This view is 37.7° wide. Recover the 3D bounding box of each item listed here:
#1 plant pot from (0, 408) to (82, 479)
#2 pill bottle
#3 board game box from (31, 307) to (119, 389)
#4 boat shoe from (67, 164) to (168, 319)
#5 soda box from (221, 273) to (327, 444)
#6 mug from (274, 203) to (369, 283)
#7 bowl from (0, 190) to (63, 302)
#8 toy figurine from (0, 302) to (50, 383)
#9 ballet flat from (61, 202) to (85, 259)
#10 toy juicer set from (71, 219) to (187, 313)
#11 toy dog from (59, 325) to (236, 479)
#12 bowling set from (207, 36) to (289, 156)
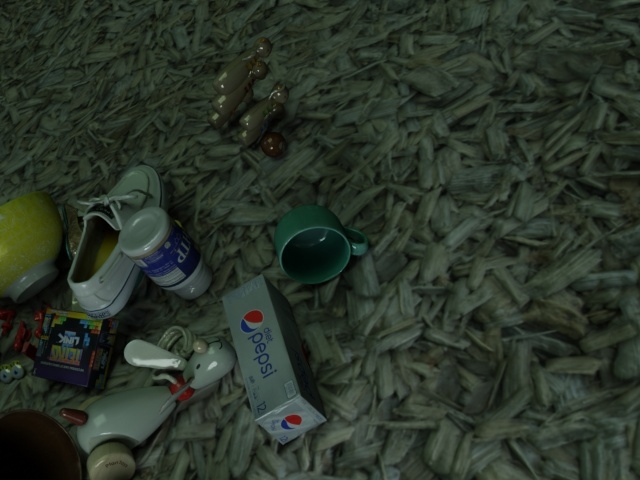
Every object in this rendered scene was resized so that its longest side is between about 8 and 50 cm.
[{"bbox_3d":[-0.583,0.435,1.668,0.230,0.215,0.215,-25,43,33],"label":"plant pot"},{"bbox_3d":[-0.292,0.031,1.806,0.112,0.186,0.112,-18,47,20],"label":"pill bottle"},{"bbox_3d":[-0.487,0.212,1.852,0.170,0.048,0.141,3,76,35],"label":"board game box"},{"bbox_3d":[-0.415,-0.037,1.846,0.136,0.156,0.367,0,52,21],"label":"boat shoe"},{"bbox_3d":[-0.082,0.197,1.595,0.091,0.098,0.286,-31,43,9],"label":"soda box"},{"bbox_3d":[-0.008,0.005,1.701,0.129,0.158,0.097,-50,33,21],"label":"mug"},{"bbox_3d":[-0.663,0.042,2.040,0.289,0.289,0.156,-40,86,-2],"label":"bowl"},{"bbox_3d":[-0.784,0.181,1.981,0.362,0.217,0.191,-11,49,25],"label":"toy figurine"},{"bbox_3d":[-0.541,-0.022,2.107,0.067,0.073,0.206,-15,39,-11],"label":"ballet flat"},{"bbox_3d":[-0.437,0.042,1.963,0.329,0.089,0.209,-40,44,-2],"label":"toy juicer set"},{"bbox_3d":[-0.323,0.267,1.648,0.220,0.161,0.333,23,69,42],"label":"toy dog"},{"bbox_3d":[-0.123,-0.284,2.005,0.154,0.200,0.287,-46,2,-15],"label":"bowling set"}]
